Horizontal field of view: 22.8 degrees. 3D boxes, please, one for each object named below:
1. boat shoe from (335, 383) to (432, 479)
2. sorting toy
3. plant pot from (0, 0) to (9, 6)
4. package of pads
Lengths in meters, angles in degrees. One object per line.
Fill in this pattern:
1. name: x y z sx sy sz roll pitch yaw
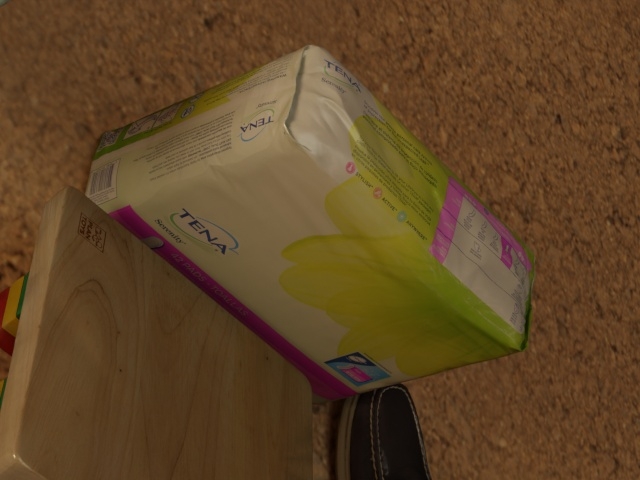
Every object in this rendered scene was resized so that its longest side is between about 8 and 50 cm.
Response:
1. boat shoe: 0.079 0.248 1.300 0.103 0.092 0.285 15 64 -47
2. sorting toy: -0.121 0.136 1.065 0.255 0.089 0.257 41 28 -29
3. plant pot: -0.324 -0.229 0.924 0.290 0.195 0.290 24 58 -44
4. package of pads: 0.000 0.000 1.197 0.296 0.229 0.101 41 47 -32
